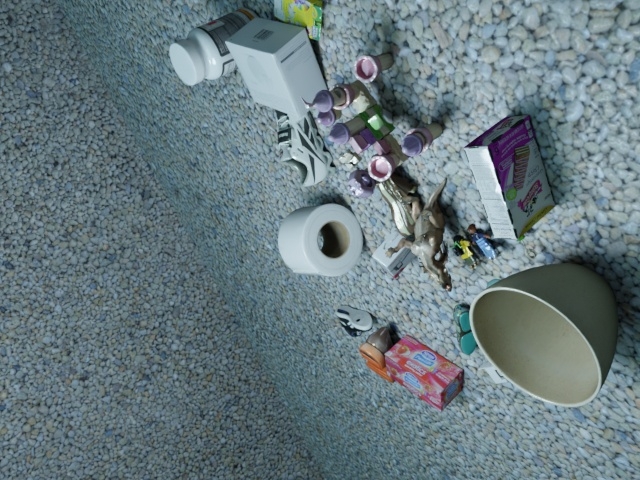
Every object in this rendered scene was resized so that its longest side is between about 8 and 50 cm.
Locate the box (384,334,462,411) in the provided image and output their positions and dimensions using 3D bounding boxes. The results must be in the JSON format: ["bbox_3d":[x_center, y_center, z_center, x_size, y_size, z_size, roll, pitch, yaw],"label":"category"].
[{"bbox_3d":[0.364,0.466,2.145,0.257,0.128,0.122,30,144,38],"label":"box"}]

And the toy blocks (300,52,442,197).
[{"bbox_3d":[0.091,-0.265,1.530,0.309,0.260,0.288,-35,91,41],"label":"toy blocks"}]

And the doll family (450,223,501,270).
[{"bbox_3d":[0.414,0.014,1.640,0.111,0.076,0.193,57,147,3],"label":"doll family"}]

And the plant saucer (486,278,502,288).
[{"bbox_3d":[0.512,0.164,1.701,0.119,0.021,0.119,38,148,29],"label":"plant saucer"}]

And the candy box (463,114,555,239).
[{"bbox_3d":[0.427,-0.140,1.352,0.071,0.159,0.233,9,129,55],"label":"candy box"}]

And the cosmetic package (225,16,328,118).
[{"bbox_3d":[-0.124,-0.507,1.771,0.224,0.138,0.225,29,155,39],"label":"cosmetic package"}]

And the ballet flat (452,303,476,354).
[{"bbox_3d":[0.449,0.273,1.891,0.070,0.070,0.188,25,139,43],"label":"ballet flat"}]

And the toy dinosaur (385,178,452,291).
[{"bbox_3d":[0.307,-0.019,1.685,0.127,0.200,0.296,11,88,46],"label":"toy dinosaur"}]

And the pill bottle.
[{"bbox_3d":[-0.310,-0.590,1.852,0.162,0.278,0.162,37,146,30],"label":"pill bottle"}]

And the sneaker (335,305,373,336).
[{"bbox_3d":[0.154,0.337,2.392,0.217,0.079,0.121,22,143,57],"label":"sneaker"}]

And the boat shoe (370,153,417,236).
[{"bbox_3d":[0.234,-0.142,1.743,0.095,0.095,0.257,-20,107,25],"label":"boat shoe"}]

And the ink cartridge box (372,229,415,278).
[{"bbox_3d":[0.228,0.044,1.847,0.063,0.109,0.150,41,179,23],"label":"ink cartridge box"}]

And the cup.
[{"bbox_3d":[0.559,0.186,1.426,0.331,0.237,0.331,38,148,29],"label":"cup"}]

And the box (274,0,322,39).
[{"bbox_3d":[-0.054,-0.635,1.666,0.179,0.043,0.105,41,149,26],"label":"box"}]

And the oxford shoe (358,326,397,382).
[{"bbox_3d":[0.253,0.444,2.319,0.130,0.133,0.364,30,162,26],"label":"oxford shoe"}]

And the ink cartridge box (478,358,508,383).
[{"bbox_3d":[0.555,0.358,1.761,0.060,0.104,0.180,52,153,1],"label":"ink cartridge box"}]

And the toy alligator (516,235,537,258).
[{"bbox_3d":[0.478,-0.038,1.507,0.190,0.056,0.051,56,-166,-6],"label":"toy alligator"}]

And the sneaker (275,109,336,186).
[{"bbox_3d":[-0.086,-0.326,1.949,0.330,0.146,0.122,59,153,-7],"label":"sneaker"}]

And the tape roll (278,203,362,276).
[{"bbox_3d":[0.000,0.000,2.068,0.169,0.246,0.246,-3,118,57],"label":"tape roll"}]
